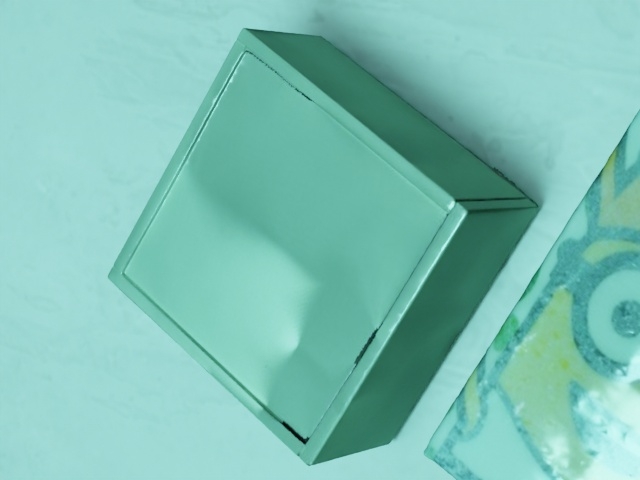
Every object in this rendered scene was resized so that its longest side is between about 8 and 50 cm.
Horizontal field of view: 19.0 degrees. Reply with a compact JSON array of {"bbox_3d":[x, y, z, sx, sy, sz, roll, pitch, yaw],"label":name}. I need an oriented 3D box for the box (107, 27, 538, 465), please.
[{"bbox_3d":[0.000,0.000,1.398,0.225,0.117,0.225,41,113,25],"label":"box"}]

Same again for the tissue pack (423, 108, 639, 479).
[{"bbox_3d":[0.242,0.081,1.230,0.228,0.128,0.311,38,106,24],"label":"tissue pack"}]
